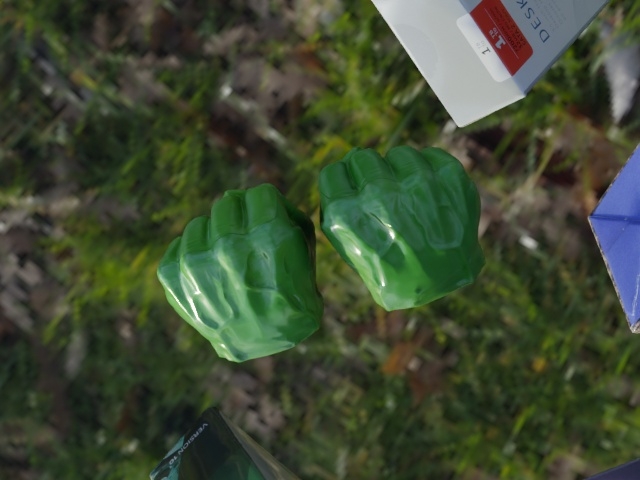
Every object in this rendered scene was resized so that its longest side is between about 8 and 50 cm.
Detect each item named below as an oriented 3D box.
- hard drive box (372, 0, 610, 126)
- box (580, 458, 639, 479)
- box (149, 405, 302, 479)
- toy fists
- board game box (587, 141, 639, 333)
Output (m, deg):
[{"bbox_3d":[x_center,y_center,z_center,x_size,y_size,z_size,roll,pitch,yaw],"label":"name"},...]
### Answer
[{"bbox_3d":[0.158,-0.243,1.627,0.089,0.232,0.181,-23,108,46],"label":"hard drive box"},{"bbox_3d":[0.190,0.377,1.491,0.294,0.296,0.183,63,143,17],"label":"box"},{"bbox_3d":[0.050,0.208,0.796,0.232,0.058,0.322,42,178,-20],"label":"box"},{"bbox_3d":[0.000,0.000,1.513,0.279,0.096,0.142,-18,139,8],"label":"toy fists"},{"bbox_3d":[0.423,-0.029,1.540,0.291,0.141,0.232,6,136,-23],"label":"board game box"}]
